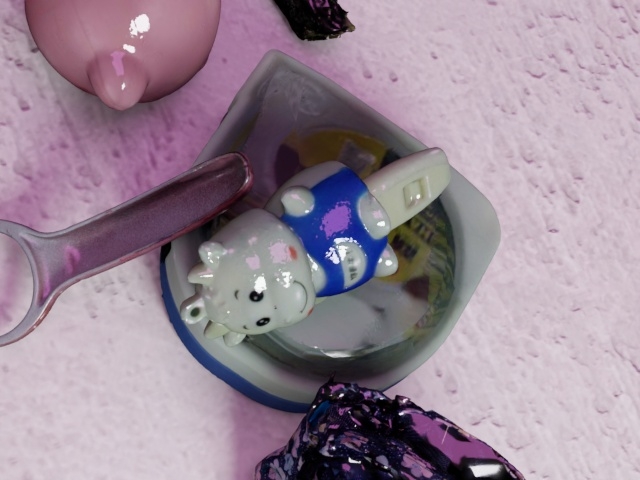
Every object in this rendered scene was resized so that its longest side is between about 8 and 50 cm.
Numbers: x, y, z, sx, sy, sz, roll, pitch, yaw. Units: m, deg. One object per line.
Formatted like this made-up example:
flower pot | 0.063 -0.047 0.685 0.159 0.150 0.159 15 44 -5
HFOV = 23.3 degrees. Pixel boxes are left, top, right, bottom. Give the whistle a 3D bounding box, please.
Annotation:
whistle | 0.000 0.000 1.159 0.244 0.110 0.092 -28 40 -21

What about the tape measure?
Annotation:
tape measure | -0.005 0.006 1.290 0.259 0.138 0.262 33 62 -2

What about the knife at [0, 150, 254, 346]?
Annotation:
knife | -0.168 -0.012 1.216 0.278 0.053 0.123 -22 76 19

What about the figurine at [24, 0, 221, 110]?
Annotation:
figurine | -0.164 -0.199 1.309 0.173 0.173 0.173 7 66 -16

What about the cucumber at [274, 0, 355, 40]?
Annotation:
cucumber | -0.036 -0.252 1.437 0.053 0.053 0.181 -33 80 -27

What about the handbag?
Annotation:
handbag | 0.062 0.215 1.183 0.228 0.208 0.127 35 57 1
